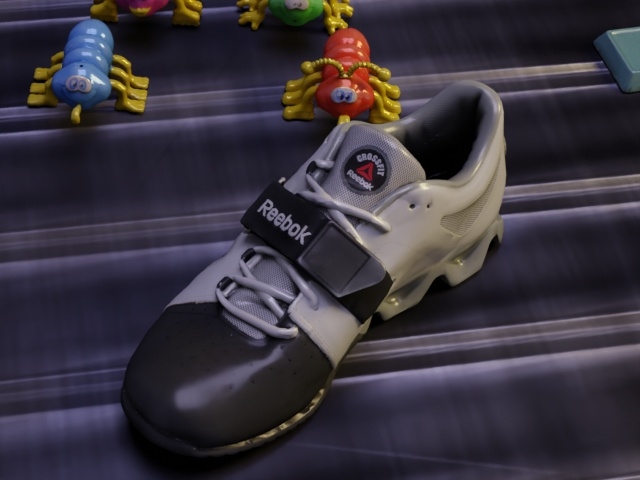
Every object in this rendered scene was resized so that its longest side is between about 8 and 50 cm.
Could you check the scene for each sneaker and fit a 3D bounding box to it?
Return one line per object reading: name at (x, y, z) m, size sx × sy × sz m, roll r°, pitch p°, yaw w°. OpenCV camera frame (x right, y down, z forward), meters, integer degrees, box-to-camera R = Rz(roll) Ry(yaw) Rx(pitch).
sneaker at (0.000, 0.000, 1.051) m, size 0.122 × 0.146 × 0.330 m, roll 33°, pitch 52°, yaw 24°

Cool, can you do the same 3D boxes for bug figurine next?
bug figurine at (-0.077, -0.159, 1.256) m, size 0.279 × 0.072 × 0.216 m, roll 1°, pitch 44°, yaw -4°

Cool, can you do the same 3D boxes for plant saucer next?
plant saucer at (0.319, -0.155, 1.332) m, size 0.192 × 0.018 × 0.067 m, roll -7°, pitch 46°, yaw -14°
